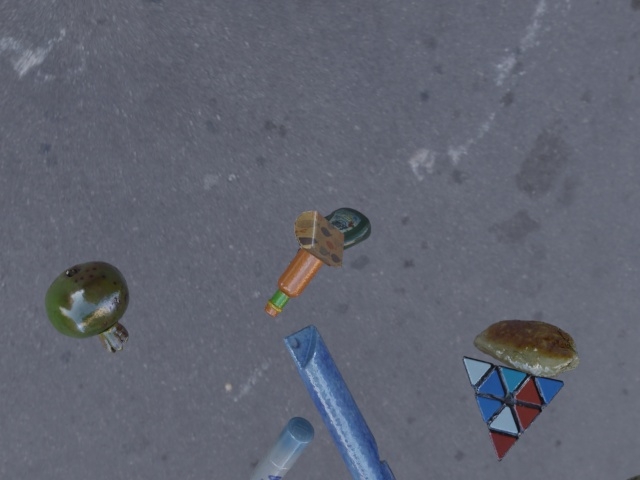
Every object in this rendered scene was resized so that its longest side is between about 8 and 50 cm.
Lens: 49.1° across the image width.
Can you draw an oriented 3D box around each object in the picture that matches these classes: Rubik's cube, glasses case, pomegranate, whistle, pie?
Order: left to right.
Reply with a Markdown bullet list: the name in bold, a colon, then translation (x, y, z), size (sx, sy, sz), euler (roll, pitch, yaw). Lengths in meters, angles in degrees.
- **pomegranate**: translation (-0.507, 0.151, 1.527), size (0.179, 0.179, 0.211), euler (-2, 100, -18)
- **glasses case**: translation (0.000, 0.000, 1.231), size (0.041, 0.170, 0.065), euler (0, 77, 18)
- **whistle**: translation (0.036, 0.272, 1.059), size (0.062, 0.062, 0.304), euler (-27, 81, -7)
- **Rubik's cube**: translation (0.522, 0.481, 1.881), size (0.250, 0.234, 0.284), euler (-2, 143, 24)
- **pie**: translation (0.386, 0.201, 1.312), size (0.193, 0.163, 0.079), euler (10, 108, 21)

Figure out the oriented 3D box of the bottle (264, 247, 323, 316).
- **bottle**: translation (-0.069, 0.102, 1.679), size (0.069, 0.069, 0.187), euler (36, 93, -27)

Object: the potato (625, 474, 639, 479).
- **potato**: translation (0.435, 0.414, 0.907), size (0.160, 0.178, 0.235), euler (25, 118, -9)

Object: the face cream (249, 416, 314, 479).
- **face cream**: translation (-0.101, 0.554, 1.797), size (0.077, 0.077, 0.250), euler (14, 127, -23)

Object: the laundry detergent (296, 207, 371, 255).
- **laundry detergent**: translation (0.016, -0.008, 1.820), size (0.221, 0.144, 0.078), euler (-29, 129, -30)
